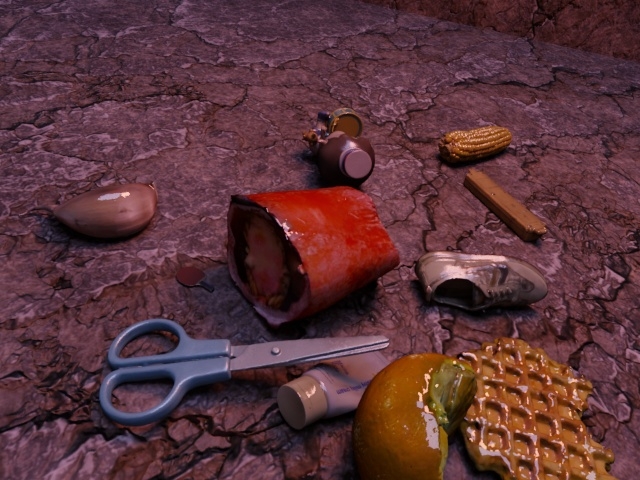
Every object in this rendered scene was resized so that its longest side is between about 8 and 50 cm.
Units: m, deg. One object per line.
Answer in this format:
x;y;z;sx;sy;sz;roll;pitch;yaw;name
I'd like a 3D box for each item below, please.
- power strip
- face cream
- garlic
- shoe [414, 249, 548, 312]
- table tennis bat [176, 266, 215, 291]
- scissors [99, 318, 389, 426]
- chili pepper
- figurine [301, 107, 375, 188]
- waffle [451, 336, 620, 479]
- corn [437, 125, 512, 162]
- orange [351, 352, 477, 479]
0.482;-0.092;1.346;0.064;0.044;0.305;-10;43;-26;power strip
0.037;0.229;0.839;0.224;0.070;0.114;-13;46;-40;face cream
-0.454;-0.062;1.021;0.267;0.148;0.128;-5;79;-27;garlic
0.331;0.095;1.043;0.275;0.103;0.098;5;41;0;shoe
-0.238;0.076;0.978;0.083;0.007;0.050;27;41;20;table tennis bat
-0.111;0.184;0.806;0.448;0.029;0.192;-5;39;-4;scissors
0.000;0.000;0.967;0.306;0.229;0.251;-19;33;-31;chili pepper
0.060;-0.225;1.294;0.161;0.158;0.275;36;21;-39;figurine
0.348;0.287;0.851;0.282;0.058;0.300;-3;43;-16;waffle
0.475;-0.293;1.544;0.292;0.101;0.101;-16;47;-35;corn
0.128;0.262;0.722;0.159;0.179;0.237;18;47;13;orange
